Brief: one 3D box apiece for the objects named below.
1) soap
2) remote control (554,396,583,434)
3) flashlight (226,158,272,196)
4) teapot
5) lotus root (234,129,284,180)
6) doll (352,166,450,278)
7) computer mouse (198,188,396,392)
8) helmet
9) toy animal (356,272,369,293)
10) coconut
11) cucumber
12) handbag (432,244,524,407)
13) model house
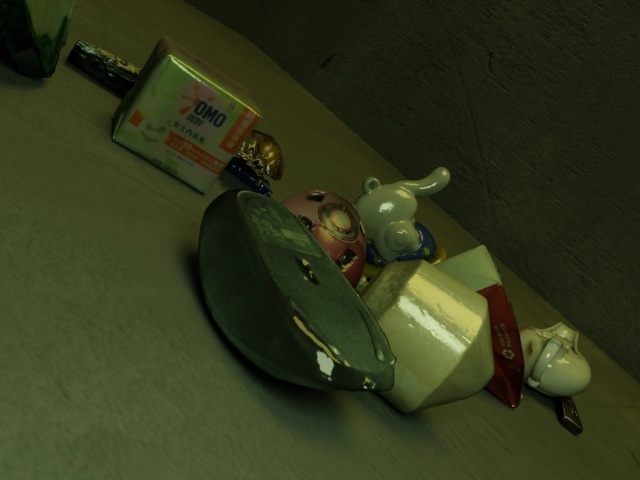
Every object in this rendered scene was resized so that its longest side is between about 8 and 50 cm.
[{"bbox_3d":[-0.230,-0.215,1.303,0.199,0.182,0.138,31,16,-24],"label":"soap"},{"bbox_3d":[0.554,0.378,1.708,0.059,0.028,0.212,35,13,4],"label":"remote control"},{"bbox_3d":[-0.146,-0.133,1.554,0.121,0.035,0.057,37,15,-6],"label":"flashlight"},{"bbox_3d":[0.518,0.264,1.708,0.204,0.139,0.298,33,15,15],"label":"teapot"},{"bbox_3d":[-0.150,-0.204,1.593,0.167,0.078,0.329,33,4,-21],"label":"lotus root"},{"bbox_3d":[0.121,0.000,1.538,0.311,0.242,0.159,-7,39,-9],"label":"doll"},{"bbox_3d":[-0.044,0.079,0.973,0.203,0.114,0.374,17,28,-41],"label":"computer mouse"},{"bbox_3d":[0.000,0.000,1.280,0.198,0.154,0.253,37,9,-11],"label":"helmet"},{"bbox_3d":[0.137,0.130,1.387,0.241,0.056,0.099,33,15,-17],"label":"toy animal"},{"bbox_3d":[0.145,0.140,1.077,0.222,0.202,0.202,37,14,4],"label":"coconut"},{"bbox_3d":[-0.392,-0.313,1.479,0.211,0.062,0.078,22,-13,-32],"label":"cucumber"},{"bbox_3d":[0.312,0.180,1.468,0.171,0.151,0.298,-91,157,-63],"label":"handbag"},{"bbox_3d":[-0.531,-0.421,1.138,0.284,0.243,0.298,13,-17,-6],"label":"model house"}]
